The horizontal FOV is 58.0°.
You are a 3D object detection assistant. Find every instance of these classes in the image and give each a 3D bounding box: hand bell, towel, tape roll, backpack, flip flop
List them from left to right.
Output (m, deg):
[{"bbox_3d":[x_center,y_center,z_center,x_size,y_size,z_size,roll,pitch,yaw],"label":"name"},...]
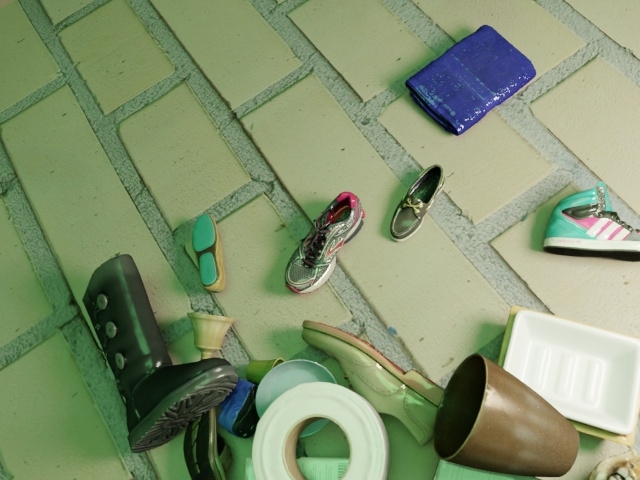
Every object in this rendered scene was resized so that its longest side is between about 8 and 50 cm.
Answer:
[{"bbox_3d":[-0.287,0.306,1.427,0.126,0.126,0.242,5,80,12],"label":"hand bell"},{"bbox_3d":[-0.242,0.514,1.326,0.112,0.080,0.277,-41,55,27],"label":"flip flop"},{"bbox_3d":[-0.184,0.398,1.362,0.101,0.098,0.120,6,65,44],"label":"backpack"},{"bbox_3d":[0.003,0.447,1.217,0.286,0.100,0.287,-4,70,12],"label":"tape roll"},{"bbox_3d":[0.422,-0.449,1.629,0.308,0.076,0.228,-37,73,-7],"label":"towel"}]

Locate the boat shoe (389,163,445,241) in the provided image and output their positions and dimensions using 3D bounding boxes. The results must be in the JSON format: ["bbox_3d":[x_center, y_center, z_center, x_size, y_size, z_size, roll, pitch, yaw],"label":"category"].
[{"bbox_3d":[0.249,-0.101,1.508,0.081,0.069,0.228,29,75,20],"label":"boat shoe"}]

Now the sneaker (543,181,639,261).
[{"bbox_3d":[0.695,-0.049,1.381,0.295,0.124,0.179,5,78,14],"label":"sneaker"}]

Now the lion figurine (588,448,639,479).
[{"bbox_3d":[0.611,0.628,1.105,0.240,0.142,0.392,-24,74,-2],"label":"lion figurine"}]

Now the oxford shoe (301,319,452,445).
[{"bbox_3d":[0.103,0.315,1.323,0.396,0.140,0.147,28,84,23],"label":"oxford shoe"}]

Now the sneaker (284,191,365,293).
[{"bbox_3d":[0.000,0.000,1.488,0.120,0.112,0.299,28,75,20],"label":"sneaker"}]

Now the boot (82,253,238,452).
[{"bbox_3d":[-0.404,0.222,1.387,0.367,0.146,0.445,-40,60,25],"label":"boot"}]

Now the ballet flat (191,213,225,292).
[{"bbox_3d":[-0.298,0.039,1.549,0.080,0.073,0.232,-18,59,12],"label":"ballet flat"}]

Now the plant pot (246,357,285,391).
[{"bbox_3d":[-0.135,0.321,1.399,0.079,0.083,0.083,3,67,25],"label":"plant pot"}]

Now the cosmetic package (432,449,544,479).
[{"bbox_3d":[0.357,0.513,1.195,0.237,0.127,0.107,17,73,18],"label":"cosmetic package"}]

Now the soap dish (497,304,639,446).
[{"bbox_3d":[0.537,0.292,1.261,0.290,0.118,0.229,14,71,15],"label":"soap dish"}]

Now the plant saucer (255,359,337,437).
[{"bbox_3d":[-0.054,0.363,1.347,0.194,0.037,0.195,-1,101,-7],"label":"plant saucer"}]

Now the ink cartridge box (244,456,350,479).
[{"bbox_3d":[-0.040,0.627,1.251,0.260,0.066,0.297,-2,66,10],"label":"ink cartridge box"}]

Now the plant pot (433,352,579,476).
[{"bbox_3d":[0.373,0.368,1.131,0.230,0.215,0.216,24,72,-2],"label":"plant pot"}]
